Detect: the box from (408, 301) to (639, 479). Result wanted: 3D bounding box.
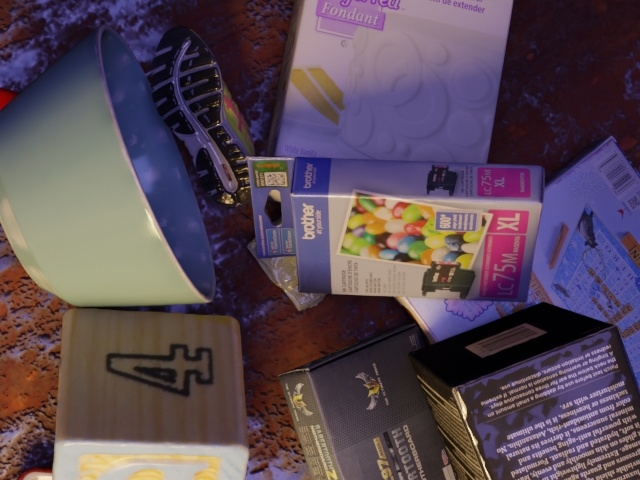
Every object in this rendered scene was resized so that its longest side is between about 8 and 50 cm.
[{"bbox_3d":[0.242,0.237,1.517,0.183,0.296,0.294,-20,94,-3],"label":"box"}]

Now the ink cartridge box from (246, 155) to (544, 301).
[{"bbox_3d":[0.077,-0.010,1.571,0.311,0.185,0.065,4,54,5],"label":"ink cartridge box"}]

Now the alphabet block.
[{"bbox_3d":[-0.183,0.206,1.526,0.193,0.197,0.192,5,127,-11],"label":"alphabet block"}]

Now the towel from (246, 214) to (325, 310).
[{"bbox_3d":[0.000,0.000,1.686,0.148,0.027,0.110,-42,95,-9],"label":"towel"}]

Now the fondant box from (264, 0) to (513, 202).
[{"bbox_3d":[0.079,-0.188,1.658,0.238,0.096,0.330,12,78,-9],"label":"fondant box"}]

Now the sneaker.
[{"bbox_3d":[-0.128,-0.142,1.638,0.081,0.094,0.208,-17,102,13],"label":"sneaker"}]

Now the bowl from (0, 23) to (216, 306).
[{"bbox_3d":[-0.240,-0.053,1.528,0.163,0.311,0.311,-21,91,5],"label":"bowl"}]

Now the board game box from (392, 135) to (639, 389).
[{"bbox_3d":[0.304,0.097,1.711,0.318,0.066,0.318,-36,94,-8],"label":"board game box"}]

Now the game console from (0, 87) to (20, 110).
[{"bbox_3d":[-0.355,-0.092,1.638,0.124,0.085,0.144,16,84,23],"label":"game console"}]

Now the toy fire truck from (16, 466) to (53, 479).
[{"bbox_3d":[-0.190,0.375,1.582,0.302,0.169,0.253,4,68,-10],"label":"toy fire truck"}]

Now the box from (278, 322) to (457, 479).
[{"bbox_3d":[0.067,0.228,1.628,0.183,0.059,0.232,-18,89,-42],"label":"box"}]
